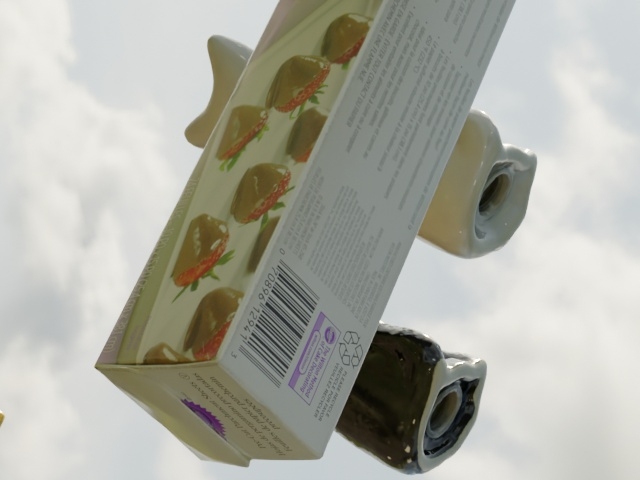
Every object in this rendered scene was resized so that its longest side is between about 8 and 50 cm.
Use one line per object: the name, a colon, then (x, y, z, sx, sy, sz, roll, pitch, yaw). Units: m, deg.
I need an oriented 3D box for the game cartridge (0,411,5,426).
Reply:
game cartridge: (-0.372, 0.314, 1.535, 0.323, 0.053, 0.285, -58, -173, 46)

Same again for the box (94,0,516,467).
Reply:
box: (0.018, -0.066, 0.717, 0.063, 0.324, 0.067, -6, -40, 41)

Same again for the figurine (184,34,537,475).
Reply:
figurine: (0.000, 0.000, 1.085, 0.209, 0.092, 0.215, 21, -70, 25)
